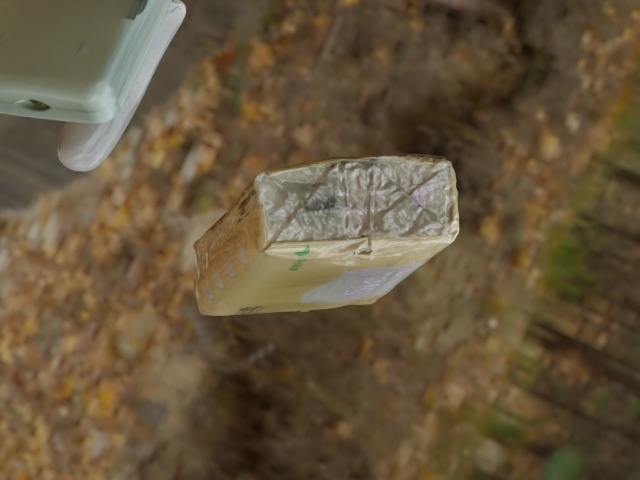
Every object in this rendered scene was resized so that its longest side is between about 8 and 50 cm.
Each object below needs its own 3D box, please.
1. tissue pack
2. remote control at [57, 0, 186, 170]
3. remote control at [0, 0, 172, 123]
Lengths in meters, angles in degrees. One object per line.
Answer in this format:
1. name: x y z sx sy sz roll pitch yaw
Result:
1. tissue pack: 0.000 0.000 1.614 0.222 0.186 0.090 136 -52 -65
2. remote control: -0.223 -0.174 2.131 0.073 0.044 0.229 19 108 -45
3. remote control: -0.177 -0.222 1.524 0.056 0.140 0.296 70 34 -52
